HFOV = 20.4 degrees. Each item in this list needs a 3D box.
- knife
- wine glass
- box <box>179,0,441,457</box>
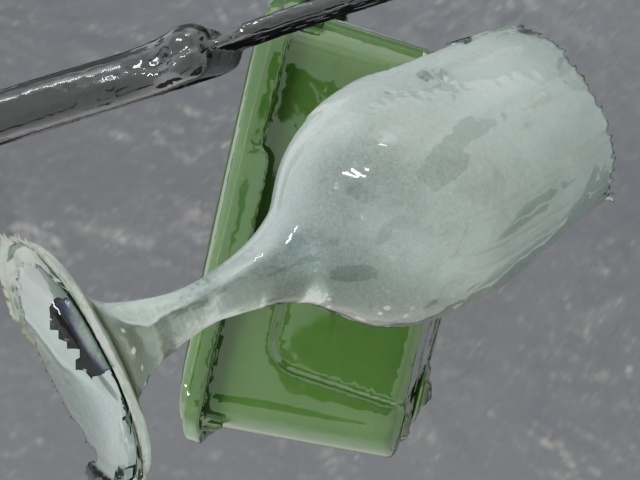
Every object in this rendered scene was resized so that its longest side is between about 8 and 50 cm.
[{"bbox_3d":[-0.002,-0.040,0.314,0.170,0.023,0.010,-19,91,0],"label":"knife"},{"bbox_3d":[0.000,0.000,0.908,0.143,0.321,0.143,45,149,37],"label":"wine glass"},{"bbox_3d":[0.023,-0.008,1.311,0.177,0.253,0.329,13,97,10],"label":"box"}]
